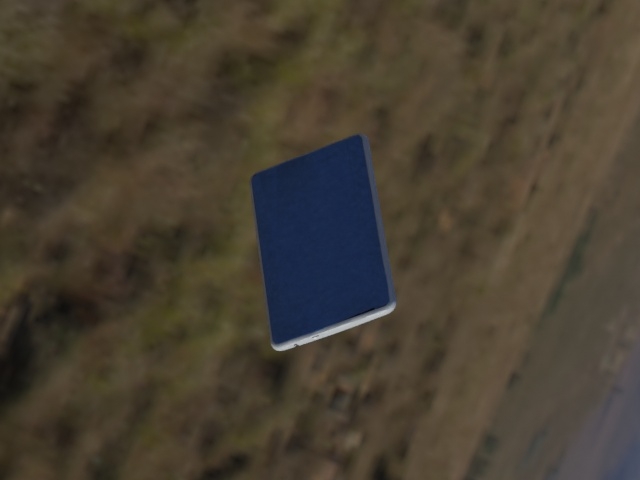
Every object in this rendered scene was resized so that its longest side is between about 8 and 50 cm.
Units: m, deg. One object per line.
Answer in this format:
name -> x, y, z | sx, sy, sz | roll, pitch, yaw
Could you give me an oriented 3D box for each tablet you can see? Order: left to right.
tablet -> 0.000, 0.000, 0.781 | 0.006, 0.054, 0.083 | 45, 30, -52
